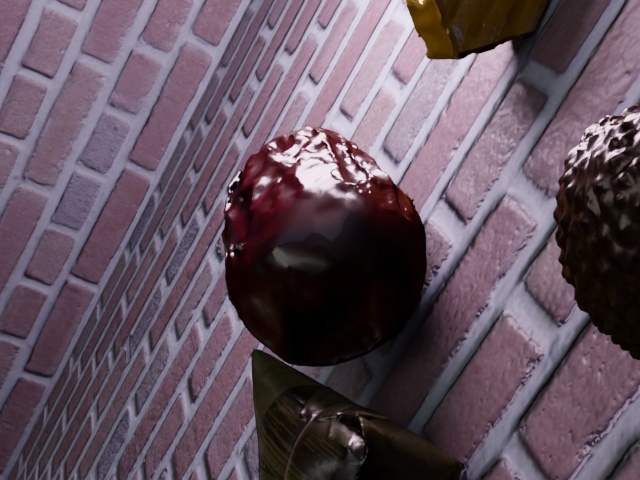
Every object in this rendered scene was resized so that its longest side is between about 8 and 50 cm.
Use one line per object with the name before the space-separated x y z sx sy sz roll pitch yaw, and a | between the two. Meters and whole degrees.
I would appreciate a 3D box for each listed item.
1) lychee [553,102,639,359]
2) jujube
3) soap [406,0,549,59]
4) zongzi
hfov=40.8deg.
lychee | 0.268 -0.025 0.632 0.200 0.200 0.238 -164 75 -66
jujube | 0.000 0.000 1.105 0.258 0.258 0.377 -58 18 18
soap | 0.212 -0.339 1.070 0.258 0.160 0.080 -65 22 0
zongzi | -0.028 0.298 0.947 0.317 0.154 0.289 22 90 52
